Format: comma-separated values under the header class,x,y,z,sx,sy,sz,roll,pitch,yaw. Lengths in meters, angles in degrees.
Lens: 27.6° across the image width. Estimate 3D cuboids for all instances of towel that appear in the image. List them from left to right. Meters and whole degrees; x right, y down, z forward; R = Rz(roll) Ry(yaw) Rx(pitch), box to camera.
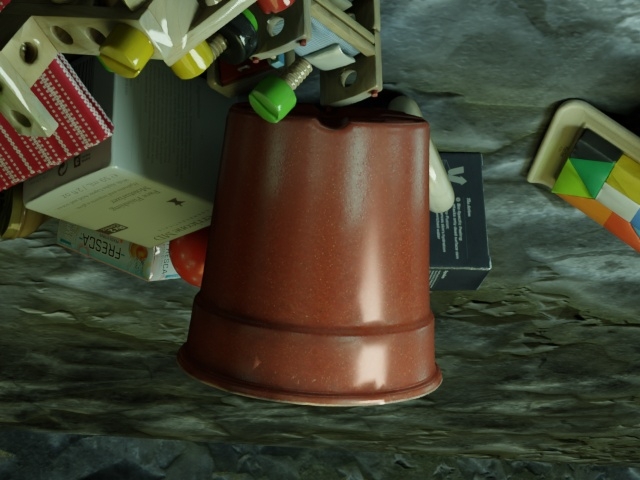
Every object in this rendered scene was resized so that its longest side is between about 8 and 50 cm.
class,x,y,z,sx,sy,sz,roll,pitch,yaw
towel,-0.353,-0.146,1.329,0.275,0.031,0.199,-19,114,37

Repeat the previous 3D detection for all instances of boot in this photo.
class,x,y,z,sx,sy,sz,roll,pitch,yaw
boot,-0.250,-0.048,1.552,0.269,0.089,0.236,9,-163,-19

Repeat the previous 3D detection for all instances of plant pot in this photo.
class,x,y,z,sx,sy,sz,roll,pitch,yaw
plant pot,0.000,0.000,1.309,0.272,0.265,0.272,5,-170,-1

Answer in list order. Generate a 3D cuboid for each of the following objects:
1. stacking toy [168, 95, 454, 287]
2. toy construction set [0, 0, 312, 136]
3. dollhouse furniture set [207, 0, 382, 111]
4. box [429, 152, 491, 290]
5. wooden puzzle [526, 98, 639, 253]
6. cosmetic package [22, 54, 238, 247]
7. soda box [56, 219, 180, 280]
class,x,y,z,sx,sy,sz,roll,pitch,yaw
stacking toy,-0.022,-0.041,1.482,0.330,0.141,0.141,-22,155,7
toy construction set,-0.176,-0.197,0.978,0.257,0.237,0.309,31,154,20
dollhouse furniture set,-0.053,-0.191,1.225,0.184,0.129,0.129,-15,154,32
box,0.123,-0.022,1.626,0.158,0.156,0.093,0,159,-5
wooden puzzle,0.368,-0.055,1.566,0.239,0.044,0.221,31,160,10
cosmetic package,-0.203,-0.100,1.417,0.151,0.151,0.184,-19,153,38
soda box,-0.256,-0.001,1.671,0.183,0.058,0.063,20,-164,37
